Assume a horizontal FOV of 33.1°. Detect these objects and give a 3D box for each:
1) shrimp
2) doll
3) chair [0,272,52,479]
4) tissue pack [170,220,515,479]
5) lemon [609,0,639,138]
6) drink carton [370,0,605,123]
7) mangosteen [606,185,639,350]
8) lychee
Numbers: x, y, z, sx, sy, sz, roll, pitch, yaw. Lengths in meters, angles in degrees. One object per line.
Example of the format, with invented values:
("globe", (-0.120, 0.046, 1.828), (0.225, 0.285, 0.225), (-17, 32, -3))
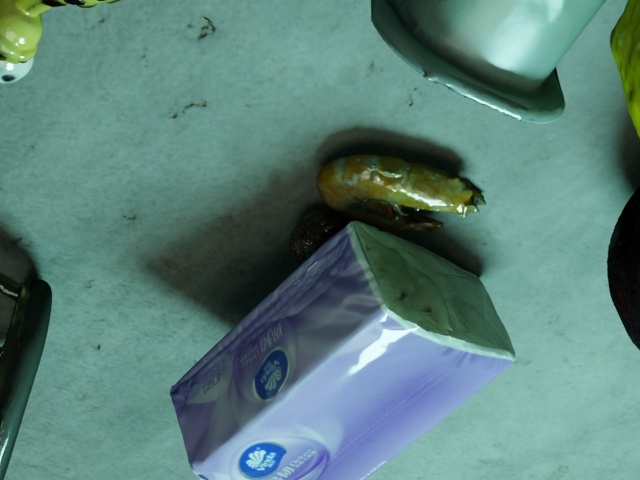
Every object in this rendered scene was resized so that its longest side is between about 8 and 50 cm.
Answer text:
("shrimp", (0.088, -0.050, 1.181), (0.187, 0.051, 0.132), (12, 159, 2))
("doll", (-0.267, -0.224, 1.011), (0.291, 0.086, 0.117), (-23, 159, 31))
("chair", (-0.553, 0.142, 1.276), (0.410, 0.362, 0.364), (16, 137, -16))
("tissue pack", (0.027, 0.155, 1.245), (0.242, 0.160, 0.338), (21, 127, -41))
("lemon", (0.395, -0.130, 0.794), (0.350, 0.350, 0.387), (35, 174, -26))
("drink carton", (0.166, -0.223, 0.859), (0.185, 0.191, 0.189), (26, 128, -17))
("mangosteen", (0.421, 0.042, 1.046), (0.288, 0.288, 0.288), (5, 138, 4))
("lychee", (0.000, 0.000, 1.225), (0.067, 0.068, 0.083), (45, 149, -7))
